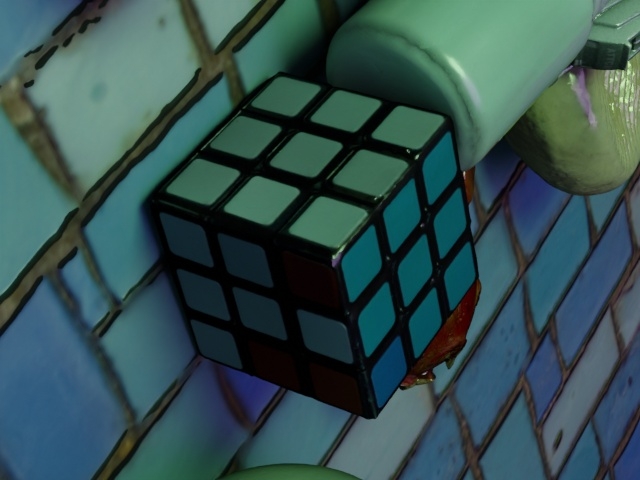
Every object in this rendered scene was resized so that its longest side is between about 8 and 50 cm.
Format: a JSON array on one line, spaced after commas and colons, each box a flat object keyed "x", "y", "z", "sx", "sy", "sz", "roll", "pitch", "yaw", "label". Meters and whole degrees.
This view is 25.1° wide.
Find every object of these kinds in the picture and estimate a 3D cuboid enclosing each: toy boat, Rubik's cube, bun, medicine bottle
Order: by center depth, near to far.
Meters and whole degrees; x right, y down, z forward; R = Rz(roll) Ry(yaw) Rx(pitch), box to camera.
[{"x": 0.000, "y": 0.000, "z": 1.014, "sx": 0.160, "sy": 0.163, "sz": 0.162, "roll": -50, "pitch": 143, "yaw": -34, "label": "Rubik's cube"}, {"x": 0.119, "y": -0.162, "z": 1.067, "sx": 0.225, "sy": 0.139, "sz": 0.139, "roll": -46, "pitch": 138, "yaw": -29, "label": "medicine bottle"}, {"x": 0.186, "y": -0.152, "z": 1.189, "sx": 0.260, "sy": 0.085, "sz": 0.078, "roll": -32, "pitch": 155, "yaw": -12, "label": "toy boat"}, {"x": 0.222, "y": -0.146, "z": 1.342, "sx": 0.222, "sy": 0.127, "sz": 0.222, "roll": 16, "pitch": 71, "yaw": -56, "label": "bun"}]

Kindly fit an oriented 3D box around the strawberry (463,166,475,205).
[{"x": 0.098, "y": -0.035, "z": 1.255, "sx": 0.104, "sy": 0.048, "sz": 0.152, "roll": -23, "pitch": 118, "yaw": -48, "label": "strawberry"}]

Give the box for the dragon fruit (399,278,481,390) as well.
[{"x": 0.061, "y": 0.001, "z": 1.170, "sx": 0.125, "sy": 0.125, "sz": 0.246, "roll": -8, "pitch": 93, "yaw": -39, "label": "dragon fruit"}]

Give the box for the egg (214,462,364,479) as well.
[{"x": -0.024, "y": 0.263, "z": 1.040, "sx": 0.282, "sy": 0.202, "sz": 0.203, "roll": 18, "pitch": 87, "yaw": -60, "label": "egg"}]
